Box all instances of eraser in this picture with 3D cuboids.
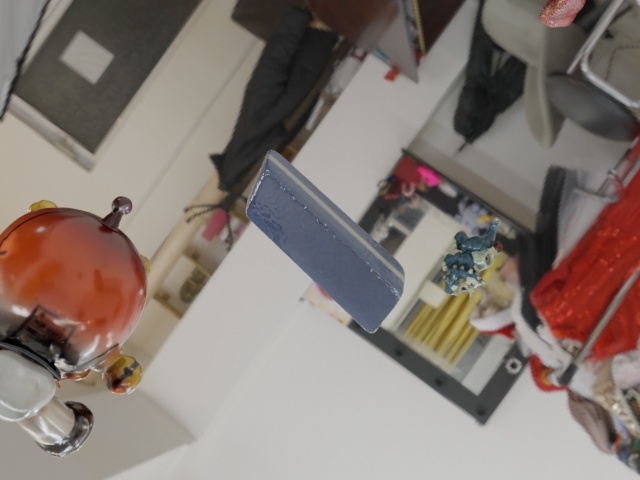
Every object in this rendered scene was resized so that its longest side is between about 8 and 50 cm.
[{"bbox_3d":[0.000,0.000,0.852,0.225,0.082,0.036,43,-137,15],"label":"eraser"}]

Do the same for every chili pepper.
[{"bbox_3d":[0.283,-0.272,0.886,0.178,0.045,0.027,12,-113,-84],"label":"chili pepper"}]

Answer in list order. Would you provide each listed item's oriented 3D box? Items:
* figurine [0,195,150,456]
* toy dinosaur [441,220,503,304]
[{"bbox_3d":[-0.357,0.093,1.039,0.320,0.323,0.196,34,145,-22],"label":"figurine"},{"bbox_3d":[0.146,0.018,0.744,0.047,0.083,0.030,9,156,48],"label":"toy dinosaur"}]
